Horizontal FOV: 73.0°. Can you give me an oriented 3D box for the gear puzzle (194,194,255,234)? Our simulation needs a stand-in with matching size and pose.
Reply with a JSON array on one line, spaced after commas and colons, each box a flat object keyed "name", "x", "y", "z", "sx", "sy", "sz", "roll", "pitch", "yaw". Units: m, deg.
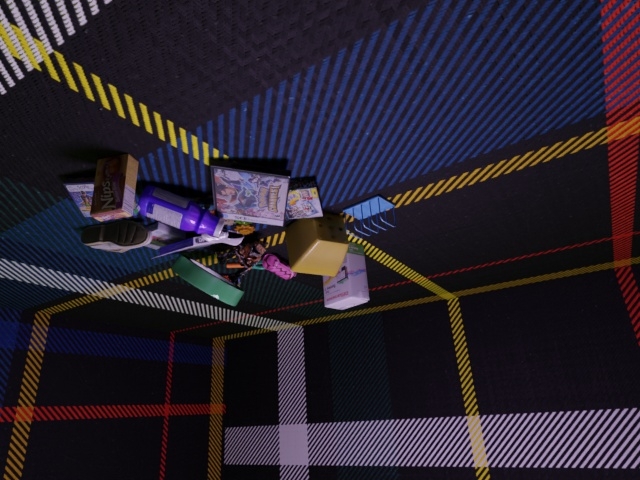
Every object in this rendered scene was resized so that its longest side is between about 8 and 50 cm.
[{"name": "gear puzzle", "x": -0.349, "y": -0.084, "z": 1.675, "sx": 0.175, "sy": 0.044, "sz": 0.339, "roll": -7, "pitch": 158, "yaw": 9}]

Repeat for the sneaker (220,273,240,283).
[{"name": "sneaker", "x": -0.542, "y": 0.223, "z": 2.366, "sx": 0.221, "sy": 0.083, "sz": 0.087, "roll": -12, "pitch": 149, "yaw": 13}]

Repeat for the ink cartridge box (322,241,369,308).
[{"name": "ink cartridge box", "x": 0.113, "y": 0.170, "z": 2.060, "sx": 0.117, "sy": 0.278, "sz": 0.201, "roll": 13, "pitch": 152, "yaw": -36}]

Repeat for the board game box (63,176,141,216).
[{"name": "board game box", "x": -0.701, "y": -0.140, "z": 1.391, "sx": 0.201, "sy": 0.035, "sz": 0.136, "roll": 0, "pitch": 131, "yaw": 13}]

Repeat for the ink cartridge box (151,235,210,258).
[{"name": "ink cartridge box", "x": -0.566, "y": 0.022, "z": 1.810, "sx": 0.206, "sy": 0.045, "sz": 0.208, "roll": -15, "pitch": 180, "yaw": 29}]

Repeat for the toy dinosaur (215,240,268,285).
[{"name": "toy dinosaur", "x": -0.333, "y": 0.083, "z": 1.948, "sx": 0.218, "sy": 0.164, "sz": 0.322, "roll": -34, "pitch": 162, "yaw": -21}]

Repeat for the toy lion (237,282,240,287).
[{"name": "toy lion", "x": -0.530, "y": 0.254, "z": 2.510, "sx": 0.100, "sy": 0.034, "sz": 0.096, "roll": -19, "pitch": 146, "yaw": 34}]

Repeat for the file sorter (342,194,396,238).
[{"name": "file sorter", "x": 0.192, "y": -0.086, "z": 1.671, "sx": 0.170, "sy": 0.104, "sz": 0.118, "roll": -21, "pitch": 153, "yaw": 36}]

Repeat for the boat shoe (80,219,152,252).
[{"name": "boat shoe", "x": -0.792, "y": -0.012, "z": 1.720, "sx": 0.302, "sy": 0.113, "sz": 0.103, "roll": 2, "pitch": 161, "yaw": 16}]

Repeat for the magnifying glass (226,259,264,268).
[{"name": "magnifying glass", "x": -0.365, "y": 0.127, "z": 2.224, "sx": 0.231, "sy": 0.026, "sz": 0.092, "roll": 1, "pitch": 158, "yaw": -8}]

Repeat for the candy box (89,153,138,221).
[{"name": "candy box", "x": -0.606, "y": -0.156, "z": 1.273, "sx": 0.109, "sy": 0.187, "sz": 0.053, "roll": -8, "pitch": 157, "yaw": 12}]

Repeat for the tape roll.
[{"name": "tape roll", "x": -0.485, "y": 0.170, "z": 1.872, "sx": 0.321, "sy": 0.077, "sz": 0.321, "roll": 30, "pitch": 172, "yaw": 4}]

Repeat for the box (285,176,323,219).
[{"name": "box", "x": -0.081, "y": -0.146, "z": 1.560, "sx": 0.159, "sy": 0.044, "sz": 0.233, "roll": -4, "pitch": 158, "yaw": 4}]

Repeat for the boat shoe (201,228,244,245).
[{"name": "boat shoe", "x": -0.404, "y": -0.021, "z": 1.806, "sx": 0.184, "sy": 0.066, "sz": 0.063, "roll": 17, "pitch": 136, "yaw": -37}]

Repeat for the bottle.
[{"name": "bottle", "x": -0.471, "y": -0.092, "z": 1.480, "sx": 0.283, "sy": 0.092, "sz": 0.118, "roll": 21, "pitch": 147, "yaw": -11}]

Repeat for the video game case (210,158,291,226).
[{"name": "video game case", "x": -0.233, "y": -0.150, "z": 1.443, "sx": 0.248, "sy": 0.035, "sz": 0.275, "roll": 8, "pitch": 147, "yaw": -5}]

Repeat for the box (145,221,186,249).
[{"name": "box", "x": -0.681, "y": -0.017, "z": 1.804, "sx": 0.186, "sy": 0.038, "sz": 0.145, "roll": -16, "pitch": 155, "yaw": 27}]

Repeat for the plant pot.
[{"name": "plant pot", "x": 0.000, "y": 0.000, "z": 1.747, "sx": 0.212, "sy": 0.212, "sz": 0.187, "roll": 9, "pitch": 142, "yaw": -28}]

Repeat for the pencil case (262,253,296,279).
[{"name": "pencil case", "x": -0.205, "y": 0.133, "z": 2.176, "sx": 0.098, "sy": 0.095, "sz": 0.209, "roll": 26, "pitch": 175, "yaw": 30}]
